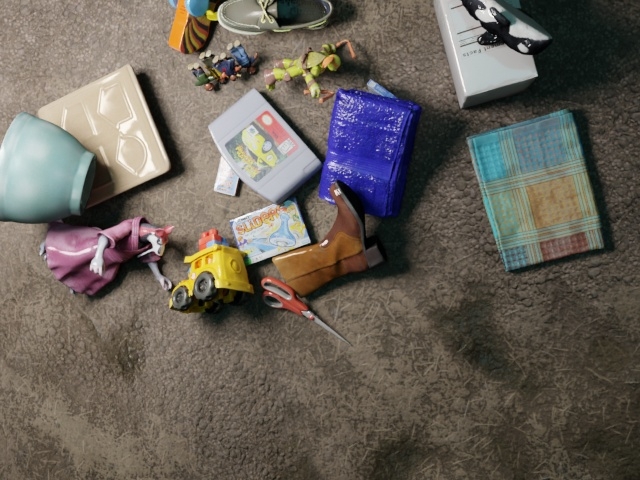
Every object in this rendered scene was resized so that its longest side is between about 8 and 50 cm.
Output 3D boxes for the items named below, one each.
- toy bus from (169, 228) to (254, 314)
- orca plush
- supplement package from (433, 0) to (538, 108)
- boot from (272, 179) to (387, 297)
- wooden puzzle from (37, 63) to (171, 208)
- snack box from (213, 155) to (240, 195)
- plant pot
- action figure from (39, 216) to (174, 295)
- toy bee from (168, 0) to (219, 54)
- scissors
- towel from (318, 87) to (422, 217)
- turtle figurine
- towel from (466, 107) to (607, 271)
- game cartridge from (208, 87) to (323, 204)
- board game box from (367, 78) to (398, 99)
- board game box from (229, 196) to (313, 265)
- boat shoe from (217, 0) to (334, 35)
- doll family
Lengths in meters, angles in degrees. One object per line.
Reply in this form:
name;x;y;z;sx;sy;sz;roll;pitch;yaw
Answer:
toy bus;-0.311;0.085;1.594;0.220;0.149;0.211;-24;67;31
orca plush;0.369;-0.486;1.293;0.287;0.151;0.102;33;128;4
supplement package;0.400;-0.501;1.427;0.175;0.177;0.293;-14;90;10
boot;0.000;0.000;1.534;0.280;0.096;0.264;-22;118;19
wooden puzzle;-0.615;-0.289;1.667;0.347;0.080;0.322;-22;89;15
snack box;-0.249;-0.219;1.630;0.064;0.022;0.178;14;95;7
plant pot;-0.714;-0.171;1.537;0.196;0.293;0.293;14;95;-14
action figure;-0.575;0.014;1.641;0.370;0.248;0.276;-22;62;11
toy bee;-0.314;-0.656;1.569;0.195;0.162;0.298;51;131;19
scissors;-0.036;0.194;1.584;0.297;0.021;0.109;27;132;8
towel;0.121;-0.220;1.494;0.227;0.076;0.308;14;114;8
turtle figurine;-0.037;-0.444;1.500;0.217;0.087;0.269;-3;51;26
towel;0.556;-0.128;1.487;0.271;0.040;0.370;-15;90;11
game cartridge;-0.160;-0.249;1.578;0.196;0.060;0.294;-42;84;-1
board game box;0.165;-0.380;1.517;0.090;0.090;0.020;38;95;6
board game box;-0.138;-0.025;1.612;0.201;0.035;0.136;-20;89;10
boat shoe;-0.115;-0.600;1.511;0.305;0.091;0.109;-5;101;-9
doll family;-0.261;-0.471;1.582;0.193;0.111;0.076;-8;57;22
